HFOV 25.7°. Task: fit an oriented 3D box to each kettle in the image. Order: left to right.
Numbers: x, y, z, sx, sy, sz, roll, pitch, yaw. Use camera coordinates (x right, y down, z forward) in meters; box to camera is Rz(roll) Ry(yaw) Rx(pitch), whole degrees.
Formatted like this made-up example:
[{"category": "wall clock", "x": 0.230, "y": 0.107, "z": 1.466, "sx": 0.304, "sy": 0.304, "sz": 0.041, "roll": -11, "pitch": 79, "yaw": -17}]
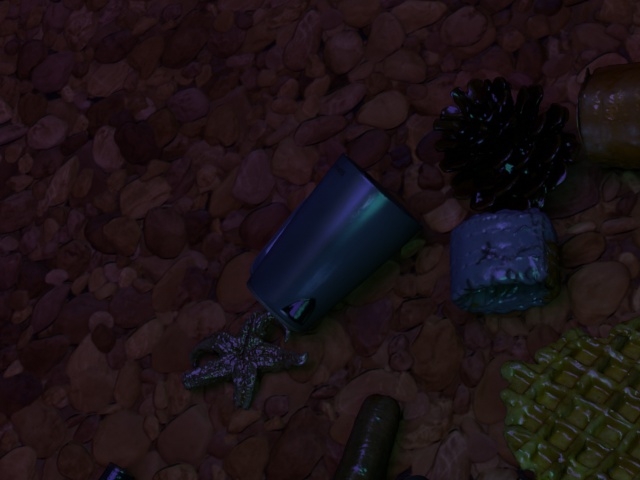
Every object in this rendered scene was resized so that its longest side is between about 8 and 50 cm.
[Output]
[{"category": "kettle", "x": 0.000, "y": 0.000, "z": 2.060, "sx": 0.243, "sy": 0.160, "sz": 0.210, "roll": -46, "pitch": 36, "yaw": 7}]

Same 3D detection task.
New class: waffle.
[{"category": "waffle", "x": 0.378, "y": 0.217, "z": 1.734, "sx": 0.312, "sy": 0.060, "sz": 0.307, "roll": -17, "pitch": 45, "yaw": -6}]

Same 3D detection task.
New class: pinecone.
[{"category": "pinecone", "x": 0.250, "y": -0.137, "z": 1.966, "sx": 0.207, "sy": 0.208, "sz": 0.208, "roll": -12, "pitch": 61, "yaw": 21}]

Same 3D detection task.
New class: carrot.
[{"category": "carrot", "x": 0.032, "y": 0.361, "z": 1.874, "sx": 0.070, "sy": 0.070, "sz": 0.342, "roll": 8, "pitch": 60, "yaw": 30}, {"category": "carrot", "x": 0.474, "y": -0.178, "z": 1.877, "sx": 0.254, "sy": 0.196, "sz": 0.196, "roll": 4, "pitch": 67, "yaw": 28}]

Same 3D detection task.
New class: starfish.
[{"category": "starfish", "x": -0.113, "y": 0.174, "z": 2.068, "sx": 0.209, "sy": 0.053, "sz": 0.150, "roll": 0, "pitch": 80, "yaw": 26}]

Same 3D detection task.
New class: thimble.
[{"category": "thimble", "x": 0.251, "y": 0.028, "z": 1.918, "sx": 0.151, "sy": 0.127, "sz": 0.118, "roll": -8, "pitch": 63, "yaw": 17}]

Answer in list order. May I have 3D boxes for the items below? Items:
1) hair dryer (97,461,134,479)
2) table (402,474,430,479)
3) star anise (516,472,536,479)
[{"category": "hair dryer", "x": -0.284, "y": 0.442, "z": 2.030, "sx": 0.195, "sy": 0.050, "sz": 0.173, "roll": 30, "pitch": 84, "yaw": 31}, {"category": "table", "x": 0.114, "y": 0.371, "z": 1.808, "sx": 0.043, "sy": 0.133, "sz": 0.133, "roll": 29, "pitch": 81, "yaw": 37}, {"category": "star anise", "x": 0.336, "y": 0.385, "z": 1.704, "sx": 0.292, "sy": 0.109, "sz": 0.349, "roll": 21, "pitch": 70, "yaw": 30}]
